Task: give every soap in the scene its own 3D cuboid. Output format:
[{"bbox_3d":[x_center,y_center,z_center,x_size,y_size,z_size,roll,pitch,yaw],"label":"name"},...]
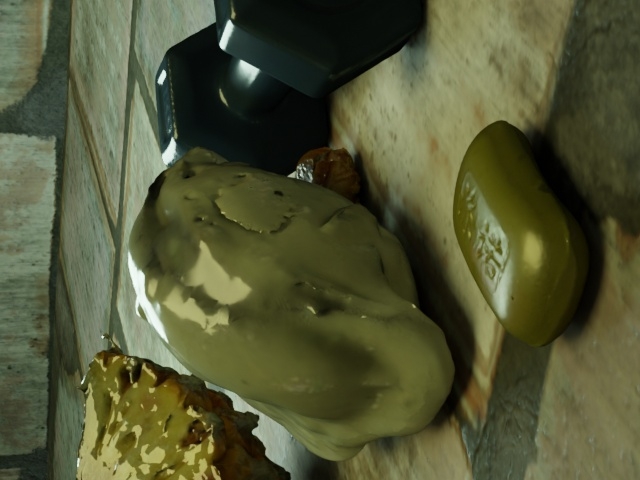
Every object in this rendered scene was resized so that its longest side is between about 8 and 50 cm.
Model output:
[{"bbox_3d":[0.109,-0.005,0.833,0.140,0.045,0.089,-111,22,-48],"label":"soap"}]

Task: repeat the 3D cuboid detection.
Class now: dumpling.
[{"bbox_3d":[-0.035,0.068,1.071,0.318,0.187,0.242,42,142,45],"label":"dumpling"}]

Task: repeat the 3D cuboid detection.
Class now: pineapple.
[{"bbox_3d":[-0.067,0.265,1.318,0.209,0.286,0.344,-3,79,29],"label":"pineapple"}]

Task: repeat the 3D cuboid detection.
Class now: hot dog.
[{"bbox_3d":[0.000,0.000,1.192,0.071,0.045,0.165,-117,30,-57],"label":"hot dog"}]

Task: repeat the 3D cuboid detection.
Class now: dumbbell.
[{"bbox_3d":[-0.037,-0.145,1.140,0.143,0.156,0.316,55,157,5],"label":"dumbbell"}]
